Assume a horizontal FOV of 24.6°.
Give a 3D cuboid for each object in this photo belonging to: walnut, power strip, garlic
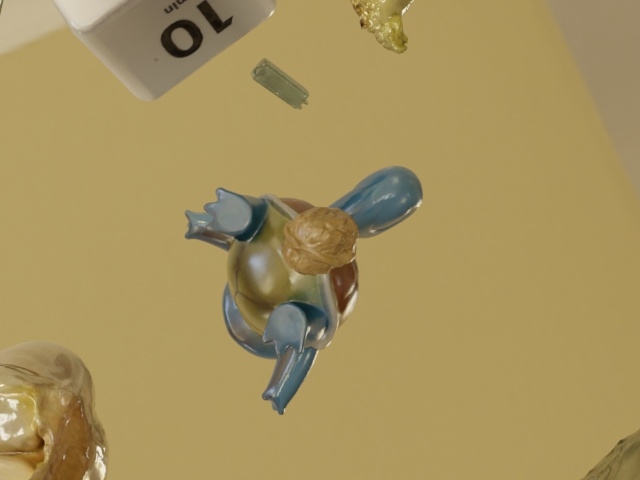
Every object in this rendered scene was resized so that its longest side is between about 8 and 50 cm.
[{"bbox_3d":[0.000,0.000,1.639,0.096,0.082,0.079,-16,-40,-57],"label":"walnut"},{"bbox_3d":[-0.045,-0.180,1.709,0.083,0.017,0.027,34,-69,-31],"label":"power strip"},{"bbox_3d":[-0.299,0.229,1.378,0.203,0.281,0.185,-8,-27,21],"label":"garlic"}]

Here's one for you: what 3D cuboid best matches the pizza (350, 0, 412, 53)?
[{"bbox_3d":[0.032,-0.307,1.410,0.075,0.288,0.280,-26,-8,9],"label":"pizza"}]

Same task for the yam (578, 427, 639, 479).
[{"bbox_3d":[0.141,0.145,0.459,0.195,0.195,0.300,-11,-27,-18],"label":"yam"}]

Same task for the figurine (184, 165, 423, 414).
[{"bbox_3d":[-0.047,0.036,1.879,0.243,0.298,0.416,-28,-12,-37],"label":"figurine"}]

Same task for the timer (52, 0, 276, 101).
[{"bbox_3d":[-0.190,-0.298,1.571,0.192,0.194,0.195,-36,-23,2],"label":"timer"}]

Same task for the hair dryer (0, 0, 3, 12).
[{"bbox_3d":[-0.346,-0.179,1.162,0.075,0.237,0.206,-13,-55,-58],"label":"hair dryer"}]
